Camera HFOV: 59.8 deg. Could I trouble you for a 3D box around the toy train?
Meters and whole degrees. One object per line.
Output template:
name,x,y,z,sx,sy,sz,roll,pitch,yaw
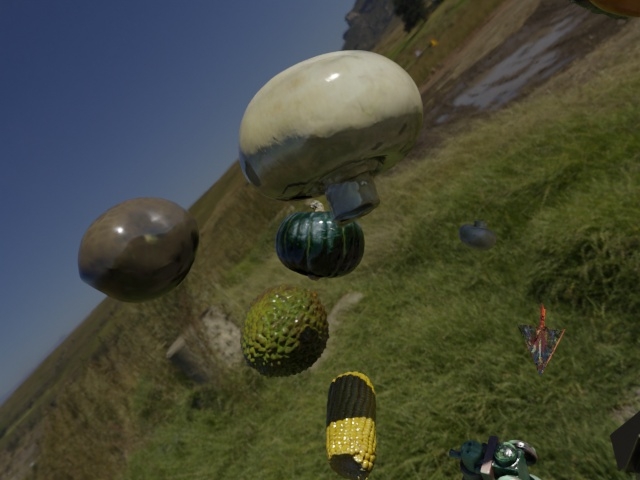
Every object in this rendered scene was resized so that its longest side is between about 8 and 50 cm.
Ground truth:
toy train,0.475,0.645,1.499,0.222,0.304,0.150,-1,35,34

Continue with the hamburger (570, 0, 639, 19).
hamburger,0.326,-0.353,0.560,0.246,0.246,0.170,-41,30,23

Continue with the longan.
longan,-0.317,0.019,0.978,0.198,0.198,0.212,-37,7,42

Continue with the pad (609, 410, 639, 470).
pad,0.884,0.543,1.554,0.190,0.127,0.004,-26,16,-19

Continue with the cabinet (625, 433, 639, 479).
cabinet,0.710,0.485,1.034,0.215,0.148,0.174,1,41,13

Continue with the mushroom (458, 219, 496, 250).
mushroom,0.352,-0.012,1.246,0.083,0.084,0.067,-144,65,-81

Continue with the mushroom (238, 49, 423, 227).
mushroom,0.016,-0.119,0.708,0.246,0.202,0.246,-16,-2,-1

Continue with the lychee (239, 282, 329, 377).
lychee,-0.101,0.253,1.588,0.270,0.270,0.320,-42,-21,21

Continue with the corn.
corn,0.079,0.475,1.467,0.144,0.144,0.387,-43,7,16

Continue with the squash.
squash,0.001,0.005,1.277,0.172,0.218,0.218,-67,11,-5

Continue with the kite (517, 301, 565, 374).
kite,0.570,0.253,1.431,0.009,0.232,0.189,-8,72,49
